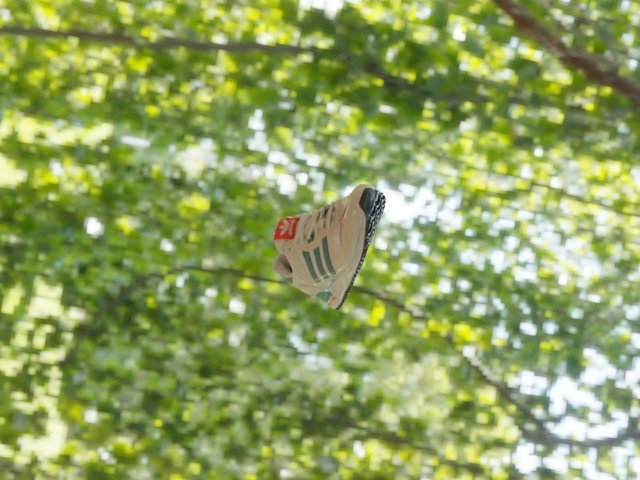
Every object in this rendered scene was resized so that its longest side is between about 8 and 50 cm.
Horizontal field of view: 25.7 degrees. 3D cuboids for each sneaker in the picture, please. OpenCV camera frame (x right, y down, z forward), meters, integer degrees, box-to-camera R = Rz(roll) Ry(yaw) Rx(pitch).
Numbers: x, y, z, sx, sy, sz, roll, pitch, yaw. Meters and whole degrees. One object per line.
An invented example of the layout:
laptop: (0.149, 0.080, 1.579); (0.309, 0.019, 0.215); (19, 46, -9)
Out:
sneaker: (0.000, 0.000, 1.123); (0.161, 0.075, 0.057); (112, 1, -61)
